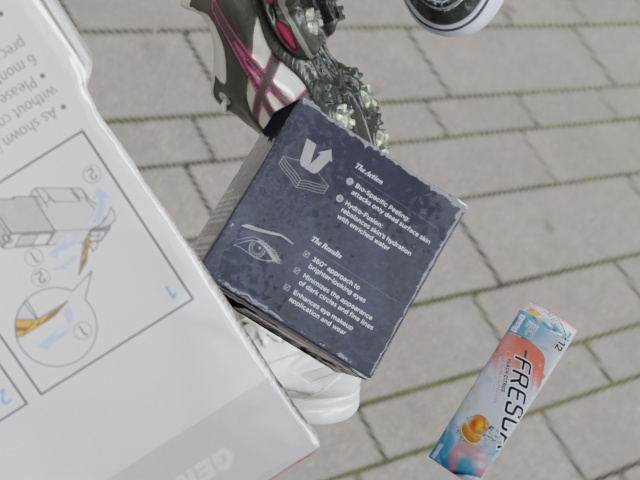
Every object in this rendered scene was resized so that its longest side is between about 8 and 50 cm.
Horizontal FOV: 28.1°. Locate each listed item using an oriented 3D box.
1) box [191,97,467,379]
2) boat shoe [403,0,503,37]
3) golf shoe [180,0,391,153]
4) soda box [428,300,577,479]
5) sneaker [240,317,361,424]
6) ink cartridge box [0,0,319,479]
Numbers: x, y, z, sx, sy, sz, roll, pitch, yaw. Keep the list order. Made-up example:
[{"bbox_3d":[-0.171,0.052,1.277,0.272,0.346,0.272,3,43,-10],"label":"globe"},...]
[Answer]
[{"bbox_3d":[0.000,0.000,0.987,0.156,0.093,0.158,33,81,-13],"label":"box"},{"bbox_3d":[0.094,-0.304,0.956,0.113,0.306,0.105,12,18,20],"label":"boat shoe"},{"bbox_3d":[-0.021,-0.120,1.102,0.105,0.120,0.273,-42,115,-62],"label":"golf shoe"},{"bbox_3d":[0.182,0.153,1.276,0.058,0.183,0.063,33,16,13],"label":"soda box"},{"bbox_3d":[-0.084,0.120,1.368,0.305,0.152,0.114,1,26,-32],"label":"sneaker"},{"bbox_3d":[-0.192,0.024,0.364,0.261,0.296,0.066,59,-1,-16],"label":"ink cartridge box"}]
